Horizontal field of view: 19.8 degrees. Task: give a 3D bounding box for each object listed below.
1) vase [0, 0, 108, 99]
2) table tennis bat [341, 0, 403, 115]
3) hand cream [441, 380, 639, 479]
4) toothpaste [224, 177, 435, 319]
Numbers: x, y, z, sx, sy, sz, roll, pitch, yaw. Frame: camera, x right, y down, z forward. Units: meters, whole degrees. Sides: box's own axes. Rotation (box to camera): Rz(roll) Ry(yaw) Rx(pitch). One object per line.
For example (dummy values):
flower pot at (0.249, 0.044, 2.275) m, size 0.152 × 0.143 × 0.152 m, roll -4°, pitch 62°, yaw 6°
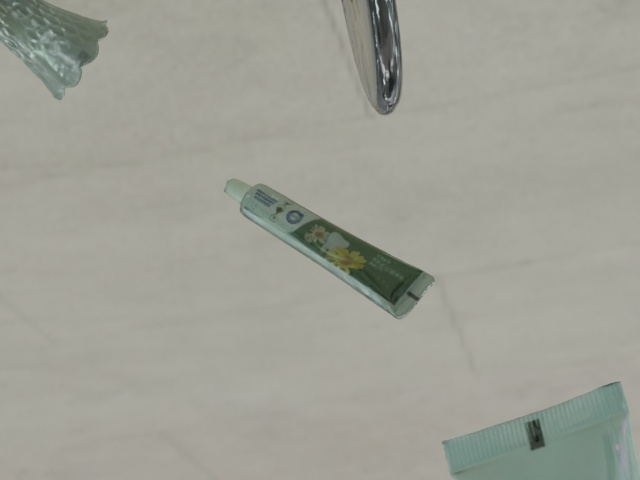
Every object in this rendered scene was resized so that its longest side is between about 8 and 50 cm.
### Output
vase at (-0.258, -0.190, 1.522) m, size 0.149 × 0.081 × 0.081 m, roll 35°, pitch 142°, yaw -22°
table tennis bat at (0.014, -0.181, 0.943) m, size 0.027 × 0.236 × 0.150 m, roll -11°, pitch -178°, yaw -3°
hand cream at (0.142, 0.223, 0.952) m, size 0.109 × 0.320 × 0.067 m, roll -21°, pitch 144°, yaw 14°
toothpaste at (0.000, 0.000, 1.517) m, size 0.204 × 0.049 × 0.031 m, roll 31°, pitch 156°, yaw 24°
